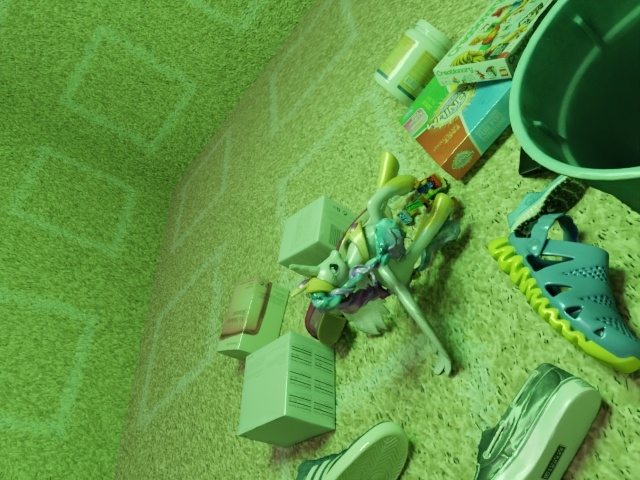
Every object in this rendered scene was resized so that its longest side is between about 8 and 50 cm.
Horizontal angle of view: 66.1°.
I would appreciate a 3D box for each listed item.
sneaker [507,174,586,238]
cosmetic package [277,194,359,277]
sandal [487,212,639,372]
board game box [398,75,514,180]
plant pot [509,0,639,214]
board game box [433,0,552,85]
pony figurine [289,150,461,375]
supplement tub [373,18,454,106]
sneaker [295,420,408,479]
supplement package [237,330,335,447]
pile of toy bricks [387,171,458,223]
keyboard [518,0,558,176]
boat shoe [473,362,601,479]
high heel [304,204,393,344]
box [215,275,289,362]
[{"bbox_3d":[0.402,-0.077,0.896,0.162,0.063,0.073,-46,30,26],"label":"sneaker"},{"bbox_3d":[0.000,0.000,1.369,0.183,0.151,0.152,-28,44,43],"label":"cosmetic package"},{"bbox_3d":[0.386,0.059,0.756,0.138,0.126,0.317,-46,34,18],"label":"sandal"},{"bbox_3d":[0.331,-0.313,1.174,0.242,0.064,0.317,-51,27,19],"label":"board game box"},{"bbox_3d":[0.467,-0.146,0.576,0.341,0.334,0.341,-37,38,36],"label":"plant pot"},{"bbox_3d":[0.415,-0.467,1.096,0.305,0.053,0.193,-50,32,-17],"label":"board game box"},{"bbox_3d":[0.133,0.057,0.985,0.363,0.351,0.302,-52,29,-20],"label":"pony figurine"},{"bbox_3d":[0.260,-0.494,1.375,0.200,0.144,0.144,-51,32,19],"label":"supplement tub"},{"bbox_3d":[0.029,0.464,0.973,0.350,0.131,0.148,-52,24,10],"label":"sneaker"},{"bbox_3d":[-0.079,0.365,1.194,0.194,0.149,0.203,-36,39,37],"label":"supplement package"},{"bbox_3d":[0.251,-0.110,1.142,0.105,0.118,0.212,-41,6,-20],"label":"pile of toy bricks"},{"bbox_3d":[0.421,-0.284,0.899,0.201,0.033,0.318,-16,-69,-86],"label":"keyboard"},{"bbox_3d":[0.280,0.317,0.720,0.301,0.108,0.102,-59,30,1],"label":"boat shoe"},{"bbox_3d":[0.061,0.074,1.244,0.378,0.127,0.181,-61,11,-4],"label":"high heel"},{"bbox_3d":[-0.208,0.247,1.516,0.148,0.126,0.233,-21,49,49],"label":"box"}]
